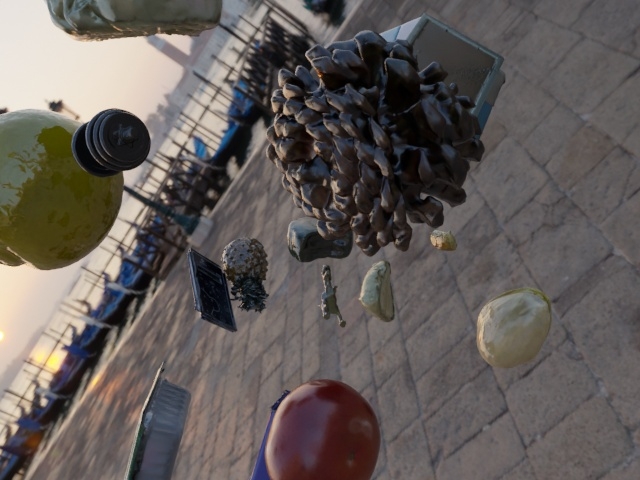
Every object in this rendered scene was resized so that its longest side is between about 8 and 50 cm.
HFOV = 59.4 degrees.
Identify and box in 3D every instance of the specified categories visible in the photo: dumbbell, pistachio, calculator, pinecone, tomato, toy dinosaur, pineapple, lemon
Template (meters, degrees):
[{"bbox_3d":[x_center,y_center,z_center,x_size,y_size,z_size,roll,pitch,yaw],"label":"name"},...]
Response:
[{"bbox_3d":[-0.335,-0.154,0.898,0.208,0.099,0.099,-3,56,51],"label":"dumbbell"},{"bbox_3d":[0.413,0.190,1.216,0.117,0.145,0.201,-30,-32,-51],"label":"pistachio"},{"bbox_3d":[-0.328,0.151,1.700,0.028,0.165,0.274,-37,46,16],"label":"calculator"},{"bbox_3d":[0.111,-0.179,1.018,0.398,0.397,0.398,-49,20,25],"label":"pinecone"},{"bbox_3d":[0.008,0.313,0.861,0.136,0.195,0.195,-7,53,51],"label":"tomato"},{"bbox_3d":[0.031,0.220,1.965,0.251,0.072,0.200,81,174,-45],"label":"toy dinosaur"},{"bbox_3d":[-0.225,0.126,1.795,0.158,0.157,0.279,-48,43,28],"label":"pineapple"},{"bbox_3d":[-0.578,-0.105,1.154,0.348,0.348,0.348,-49,20,25],"label":"lemon"}]

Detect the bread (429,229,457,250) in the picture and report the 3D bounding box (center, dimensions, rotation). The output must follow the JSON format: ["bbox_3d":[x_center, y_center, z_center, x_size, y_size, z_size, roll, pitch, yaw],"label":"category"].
[{"bbox_3d":[0.427,0.003,1.956,0.053,0.072,0.106,-36,21,-14],"label":"bread"}]

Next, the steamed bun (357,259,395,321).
[{"bbox_3d":[0.189,0.188,1.986,0.212,0.110,0.231,-2,-94,-70],"label":"steamed bun"}]

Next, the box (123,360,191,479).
[{"bbox_3d":[-0.396,0.482,1.395,0.337,0.106,0.264,-124,50,-79],"label":"box"}]

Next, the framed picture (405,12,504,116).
[{"bbox_3d":[0.288,-0.396,1.302,0.296,0.232,0.019,-57,-3,-34],"label":"framed picture"}]

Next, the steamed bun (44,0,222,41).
[{"bbox_3d":[-0.339,-0.463,0.989,0.275,0.319,0.206,-98,2,-72],"label":"steamed bun"}]

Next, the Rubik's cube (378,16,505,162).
[{"bbox_3d":[0.289,-0.426,1.742,0.346,0.344,0.347,14,80,65],"label":"Rubik's cube"}]

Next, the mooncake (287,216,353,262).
[{"bbox_3d":[0.000,0.000,1.489,0.168,0.175,0.104,-47,-39,-69],"label":"mooncake"}]

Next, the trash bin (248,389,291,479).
[{"bbox_3d":[-0.049,0.461,1.197,0.162,0.184,0.235,-24,-53,-72],"label":"trash bin"}]
